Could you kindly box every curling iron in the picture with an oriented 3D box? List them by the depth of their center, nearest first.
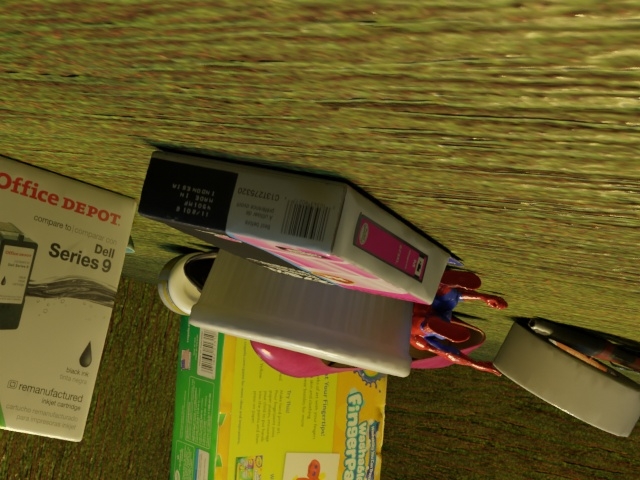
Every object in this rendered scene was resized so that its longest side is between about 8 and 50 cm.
[{"bbox_3d":[0.388,0.155,1.772,0.274,0.035,0.068,19,172,-40],"label":"curling iron"}]

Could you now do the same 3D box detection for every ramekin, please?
[{"bbox_3d":[-0.012,0.070,1.463,0.273,0.127,0.273,14,174,1],"label":"ramekin"}]

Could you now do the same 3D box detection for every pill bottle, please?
[{"bbox_3d":[-0.212,0.073,2.033,0.103,0.103,0.184,15,174,-14],"label":"pill bottle"}]

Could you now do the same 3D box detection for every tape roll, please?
[{"bbox_3d":[0.361,0.198,1.777,0.219,0.072,0.219,28,-175,-3],"label":"tape roll"}]

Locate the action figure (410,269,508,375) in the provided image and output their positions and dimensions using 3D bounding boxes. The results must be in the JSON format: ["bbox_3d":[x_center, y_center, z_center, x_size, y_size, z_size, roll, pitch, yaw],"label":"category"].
[{"bbox_3d":[0.177,0.099,1.471,0.139,0.091,0.280,16,173,-2],"label":"action figure"}]

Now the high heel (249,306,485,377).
[{"bbox_3d":[0.075,0.140,1.891,0.377,0.127,0.181,1,169,-44],"label":"high heel"}]

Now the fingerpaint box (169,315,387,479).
[{"bbox_3d":[-0.072,0.335,2.219,0.371,0.444,0.163,2,-177,-37],"label":"fingerpaint box"}]

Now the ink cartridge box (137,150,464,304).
[{"bbox_3d":[0.000,0.000,1.128,0.176,0.069,0.371,11,176,23],"label":"ink cartridge box"}]

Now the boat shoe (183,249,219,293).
[{"bbox_3d":[-0.103,0.067,1.771,0.092,0.103,0.285,12,-178,-36],"label":"boat shoe"}]

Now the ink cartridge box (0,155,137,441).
[{"bbox_3d":[-0.350,0.061,1.383,0.211,0.289,0.121,19,169,-41],"label":"ink cartridge box"}]

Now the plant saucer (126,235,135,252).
[{"bbox_3d":[-0.409,-0.042,1.715,0.318,0.043,0.317,13,174,1],"label":"plant saucer"}]
